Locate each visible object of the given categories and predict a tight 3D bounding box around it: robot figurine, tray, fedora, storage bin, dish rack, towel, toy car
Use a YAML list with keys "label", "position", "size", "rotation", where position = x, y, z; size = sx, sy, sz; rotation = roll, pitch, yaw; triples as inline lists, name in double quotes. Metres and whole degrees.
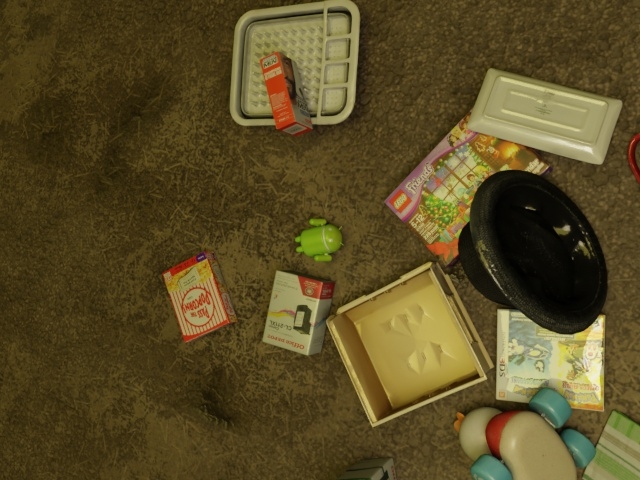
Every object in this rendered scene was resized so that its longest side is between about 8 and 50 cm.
- label: "robot figurine"
  position: [0.000, 0.000, 1.486]
  size: [0.115, 0.067, 0.101]
  rotation: [-12, 77, 24]
- label: "tray"
  position: [0.442, -0.253, 1.270]
  size: [0.271, 0.030, 0.145]
  rotation: [19, 79, 16]
- label: "fedora"
  position: [0.384, 0.034, 1.231]
  size: [0.152, 0.334, 0.333]
  rotation: [-34, 71, 56]
- label: "storage bin"
  position: [0.186, 0.213, 1.361]
  size: [0.262, 0.123, 0.260]
  rotation: [-30, 76, 22]
- label: "dish rack"
  position: [-0.055, -0.410, 1.526]
  size: [0.333, 0.072, 0.285]
  rotation: [3, 90, 25]
- label: "towel"
  position: [0.564, 0.411, 1.201]
  size: [0.113, 0.023, 0.152]
  rotation: [35, 104, 62]
- label: "toy car"
  position: [0.360, 0.410, 1.264]
  size: [0.219, 0.238, 0.210]
  rotation: [-40, 106, -21]

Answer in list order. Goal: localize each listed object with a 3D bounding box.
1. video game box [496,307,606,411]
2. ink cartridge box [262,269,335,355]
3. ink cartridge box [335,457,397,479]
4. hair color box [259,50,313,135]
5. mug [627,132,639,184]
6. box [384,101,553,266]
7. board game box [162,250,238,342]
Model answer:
- label: "video game box"
  position: [0.455, 0.232, 1.276]
  size: [0.205, 0.048, 0.187]
  rotation: [0, 90, 25]
- label: "ink cartridge box"
  position: [-0.051, 0.167, 1.501]
  size: [0.128, 0.072, 0.175]
  rotation: [12, 93, 24]
- label: "ink cartridge box"
  position: [0.099, 0.557, 1.343]
  size: [0.087, 0.208, 0.153]
  rotation: [-13, 83, 21]
- label: "hair color box"
  position: [-0.076, -0.328, 1.444]
  size: [0.053, 0.093, 0.167]
  rotation: [-19, 81, 24]
- label: "mug"
  position: [0.654, -0.134, 1.181]
  size: [0.113, 0.150, 0.169]
  rotation: [4, 95, -11]
- label: "box"
  position: [0.305, -0.115, 1.352]
  size: [0.293, 0.057, 0.201]
  rotation: [-47, 70, 16]
- label: "board game box"
  position: [-0.308, 0.144, 1.637]
  size: [0.147, 0.045, 0.193]
  rotation: [-27, 77, 22]
